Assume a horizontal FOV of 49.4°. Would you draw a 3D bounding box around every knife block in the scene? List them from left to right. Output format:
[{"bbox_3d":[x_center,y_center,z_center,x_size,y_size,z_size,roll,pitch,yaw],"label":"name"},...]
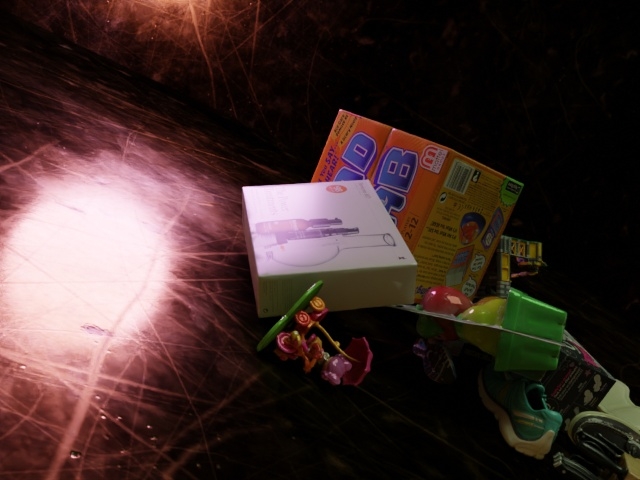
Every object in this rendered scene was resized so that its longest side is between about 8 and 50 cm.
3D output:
[{"bbox_3d":[0.551,0.451,1.214,0.242,0.088,0.275,20,17,-30],"label":"knife block"}]

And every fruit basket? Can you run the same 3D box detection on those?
[{"bbox_3d":[0.300,0.171,1.374,0.353,0.165,0.327,4,-4,19],"label":"fruit basket"}]

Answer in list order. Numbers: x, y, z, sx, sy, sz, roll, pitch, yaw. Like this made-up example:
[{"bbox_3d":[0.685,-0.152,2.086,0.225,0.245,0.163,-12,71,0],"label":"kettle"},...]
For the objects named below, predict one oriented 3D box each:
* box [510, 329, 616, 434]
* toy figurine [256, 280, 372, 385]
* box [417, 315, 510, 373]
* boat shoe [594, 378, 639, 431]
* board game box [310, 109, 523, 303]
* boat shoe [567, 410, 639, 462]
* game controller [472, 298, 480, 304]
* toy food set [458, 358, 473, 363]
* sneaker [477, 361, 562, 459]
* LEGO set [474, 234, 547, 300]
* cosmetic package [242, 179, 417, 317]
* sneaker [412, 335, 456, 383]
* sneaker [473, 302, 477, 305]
[{"bbox_3d":[0.503,0.284,1.551,0.142,0.163,0.247,27,14,-15],"label":"box"},{"bbox_3d":[0.007,0.173,1.118,0.159,0.130,0.173,41,37,8],"label":"toy figurine"},{"bbox_3d":[0.332,0.222,1.590,0.191,0.045,0.184,18,12,-12],"label":"box"},{"bbox_3d":[0.694,0.410,1.641,0.109,0.091,0.305,-8,12,4],"label":"boat shoe"},{"bbox_3d":[0.212,-0.069,1.733,0.356,0.356,0.357,28,10,40],"label":"board game box"},{"bbox_3d":[0.629,0.440,1.383,0.285,0.102,0.092,34,9,-3],"label":"boat shoe"},{"bbox_3d":[0.503,0.260,1.892,0.166,0.067,0.319,37,7,-38],"label":"game controller"},{"bbox_3d":[0.302,0.240,1.612,0.078,0.019,0.122,15,20,-45],"label":"toy food set"},{"bbox_3d":[0.392,0.311,1.351,0.107,0.109,0.275,25,14,-15],"label":"sneaker"},{"bbox_3d":[0.445,0.098,1.929,0.332,0.192,0.255,-3,-9,36],"label":"LEGO set"},{"bbox_3d":[0.000,0.000,1.373,0.285,0.097,0.377,-3,29,-10],"label":"cosmetic package"},{"bbox_3d":[0.248,0.241,1.414,0.073,0.063,0.162,28,14,-17],"label":"sneaker"},{"bbox_3d":[0.422,0.218,1.783,0.065,0.061,0.158,53,3,-27],"label":"sneaker"}]
